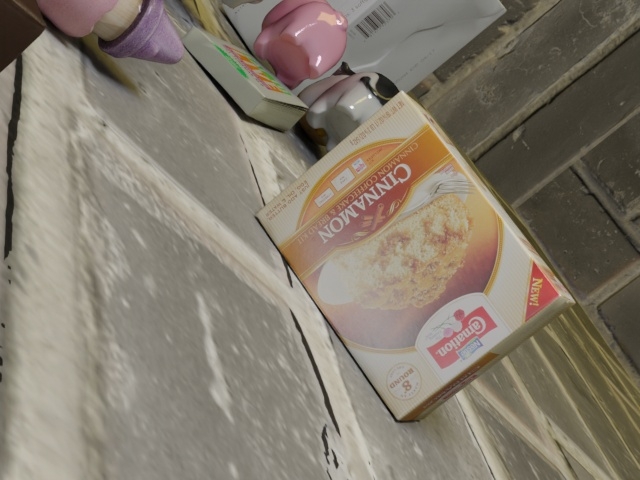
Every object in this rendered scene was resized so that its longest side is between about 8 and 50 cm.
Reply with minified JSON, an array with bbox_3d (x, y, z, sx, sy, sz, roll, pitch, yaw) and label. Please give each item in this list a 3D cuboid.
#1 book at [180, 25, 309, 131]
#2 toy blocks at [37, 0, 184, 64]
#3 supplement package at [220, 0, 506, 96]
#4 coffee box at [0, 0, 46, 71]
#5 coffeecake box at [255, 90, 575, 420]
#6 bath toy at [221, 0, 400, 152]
[{"bbox_3d":[-0.073,-0.154,1.116,0.096,0.035,0.144,47,11,9],"label":"book"},{"bbox_3d":[-0.082,-0.294,0.801,0.260,0.309,0.288,34,20,-37],"label":"toy blocks"},{"bbox_3d":[0.054,-0.280,1.407,0.145,0.262,0.204,57,13,28],"label":"supplement package"},{"bbox_3d":[-0.197,-0.142,0.408,0.141,0.098,0.246,38,17,-44],"label":"coffee box"},{"bbox_3d":[0.066,0.013,0.833,0.185,0.142,0.068,54,12,18],"label":"coffeecake box"},{"bbox_3d":[-0.003,-0.204,1.221,0.151,0.129,0.348,-4,-51,49],"label":"bath toy"}]
